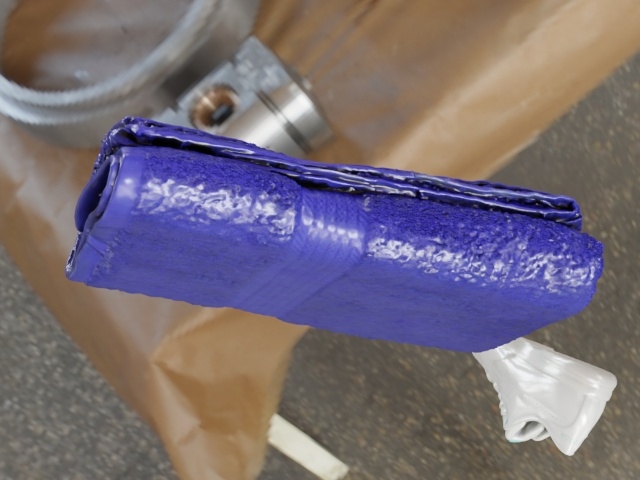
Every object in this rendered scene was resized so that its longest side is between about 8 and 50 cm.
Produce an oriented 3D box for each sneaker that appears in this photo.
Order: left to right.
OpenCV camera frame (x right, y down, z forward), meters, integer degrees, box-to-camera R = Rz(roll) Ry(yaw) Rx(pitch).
[{"bbox_3d":[0.187,0.139,1.349,0.094,0.080,0.212,-70,21,1],"label":"sneaker"}]

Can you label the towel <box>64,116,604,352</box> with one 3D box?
[{"bbox_3d":[0.000,0.000,0.927,0.308,0.228,0.076,12,74,-14],"label":"towel"}]
